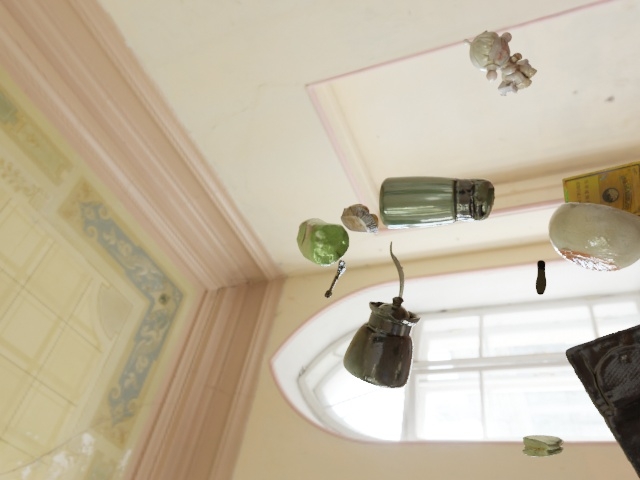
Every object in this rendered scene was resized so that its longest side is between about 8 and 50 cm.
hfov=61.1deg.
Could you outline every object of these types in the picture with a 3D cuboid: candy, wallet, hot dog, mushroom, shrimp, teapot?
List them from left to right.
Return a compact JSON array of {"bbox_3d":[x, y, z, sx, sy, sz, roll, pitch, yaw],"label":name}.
[{"bbox_3d":[0.000,0.000,1.804,0.343,0.132,0.142,-148,52,-77],"label":"candy"},{"bbox_3d":[0.055,0.148,2.059,0.148,0.035,0.195,-60,-6,-17],"label":"shrimp"},{"bbox_3d":[0.148,-0.083,2.121,0.131,0.069,0.253,56,165,-11],"label":"hot dog"},{"bbox_3d":[0.235,0.318,1.801,0.305,0.223,0.285,9,-80,-58],"label":"teapot"},{"bbox_3d":[0.292,0.154,2.076,0.043,0.068,0.306,-42,-45,-59],"label":"mushroom"},{"bbox_3d":[0.764,0.356,1.261,0.041,0.247,0.323,65,-176,-56],"label":"wallet"}]

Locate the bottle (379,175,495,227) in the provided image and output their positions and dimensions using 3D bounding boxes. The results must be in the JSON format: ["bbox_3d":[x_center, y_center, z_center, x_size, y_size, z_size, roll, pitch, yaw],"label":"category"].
[{"bbox_3d":[0.365,-0.124,1.697,0.168,0.347,0.168,-1,-90,-73],"label":"bottle"}]

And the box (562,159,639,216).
[{"bbox_3d":[0.994,-0.149,1.865,0.084,0.301,0.192,-2,-96,-29],"label":"box"}]

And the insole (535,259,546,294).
[{"bbox_3d":[0.846,0.142,2.079,0.002,0.045,0.135,3,-94,-45],"label":"insole"}]

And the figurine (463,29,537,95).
[{"bbox_3d":[0.606,-0.625,1.851,0.257,0.182,0.144,36,-172,-19],"label":"figurine"}]

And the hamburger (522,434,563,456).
[{"bbox_3d":[0.651,0.591,1.563,0.084,0.121,0.054,-1,-104,-22],"label":"hamburger"}]

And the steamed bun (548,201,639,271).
[{"bbox_3d":[0.835,0.001,1.651,0.283,0.283,0.177,27,-97,-62],"label":"steamed bun"}]
